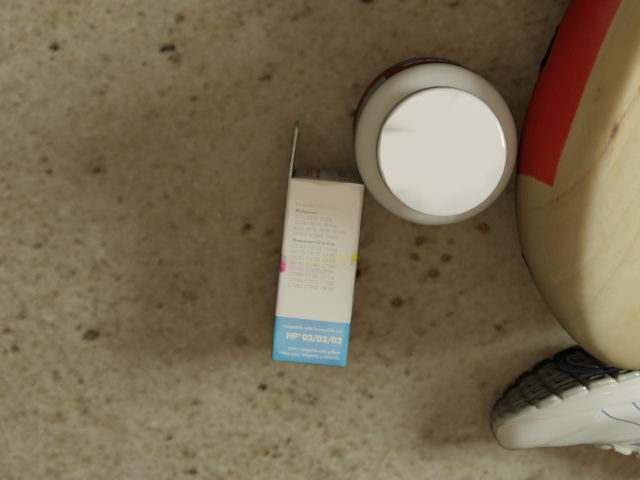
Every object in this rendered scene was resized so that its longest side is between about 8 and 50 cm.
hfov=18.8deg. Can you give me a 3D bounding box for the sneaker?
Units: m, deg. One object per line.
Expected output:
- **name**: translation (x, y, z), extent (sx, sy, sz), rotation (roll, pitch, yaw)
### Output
- **sneaker**: translation (0.285, 0.140, 1.542), extent (0.297, 0.111, 0.129), rotation (-9, 103, 2)

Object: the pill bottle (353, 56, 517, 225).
- **pill bottle**: translation (0.085, -0.075, 1.457), extent (0.121, 0.216, 0.121), rotation (0, 98, 0)

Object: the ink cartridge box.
- **ink cartridge box**: translation (0.000, 0.000, 1.523), extent (0.062, 0.104, 0.181), rotation (6, 97, -1)

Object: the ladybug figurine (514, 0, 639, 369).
- **ladybug figurine**: translation (0.282, -0.126, 1.443), extent (0.162, 0.305, 0.449), rotation (29, 91, 40)
